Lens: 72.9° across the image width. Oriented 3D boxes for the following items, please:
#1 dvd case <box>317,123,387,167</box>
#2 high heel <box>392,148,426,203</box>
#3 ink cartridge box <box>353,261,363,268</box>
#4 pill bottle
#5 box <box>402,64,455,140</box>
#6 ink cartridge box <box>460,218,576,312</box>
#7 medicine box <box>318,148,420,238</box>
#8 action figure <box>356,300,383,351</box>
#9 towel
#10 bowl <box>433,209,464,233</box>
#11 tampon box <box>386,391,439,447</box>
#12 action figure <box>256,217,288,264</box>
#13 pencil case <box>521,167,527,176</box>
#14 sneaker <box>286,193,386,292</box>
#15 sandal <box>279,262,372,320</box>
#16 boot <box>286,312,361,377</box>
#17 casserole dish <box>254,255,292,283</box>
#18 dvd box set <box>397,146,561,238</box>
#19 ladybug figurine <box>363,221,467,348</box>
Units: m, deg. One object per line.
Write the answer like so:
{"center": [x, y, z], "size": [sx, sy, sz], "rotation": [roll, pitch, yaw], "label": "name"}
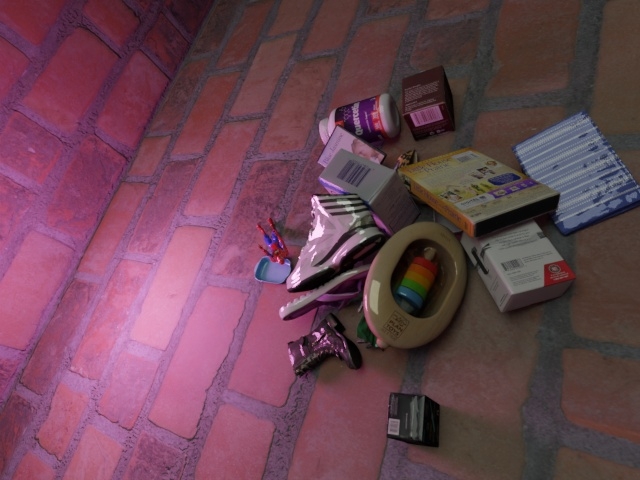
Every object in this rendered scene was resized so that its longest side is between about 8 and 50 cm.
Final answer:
{"center": [0.125, -0.338, 1.777], "size": [0.253, 0.022, 0.180], "rotation": [37, 112, 17], "label": "dvd case"}
{"center": [0.365, -0.246, 1.632], "size": [0.186, 0.093, 0.261], "rotation": [-54, 41, 2], "label": "high heel"}
{"center": [0.098, 0.067, 1.622], "size": [0.090, 0.092, 0.143], "rotation": [-25, 53, 20], "label": "ink cartridge box"}
{"center": [0.164, -0.497, 1.847], "size": [0.322, 0.181, 0.182], "rotation": [-9, 59, 27], "label": "pill bottle"}
{"center": [0.429, -0.541, 1.718], "size": [0.168, 0.167, 0.203], "rotation": [-10, 59, 28], "label": "box"}
{"center": [0.570, 0.050, 1.281], "size": [0.197, 0.114, 0.273], "rotation": [-13, 54, -7], "label": "ink cartridge box"}
{"center": [0.180, -0.162, 1.573], "size": [0.263, 0.289, 0.149], "rotation": [32, 82, 40], "label": "medicine box"}
{"center": [0.170, 0.246, 1.473], "size": [0.063, 0.137, 0.232], "rotation": [-19, 46, 37], "label": "action figure"}
{"center": [0.785, -0.209, 1.337], "size": [0.243, 0.040, 0.336], "rotation": [-27, 70, 18], "label": "towel"}
{"center": [0.470, -0.081, 1.503], "size": [0.142, 0.053, 0.142], "rotation": [-12, 57, 26], "label": "bowl"}
{"center": [0.265, 0.506, 1.220], "size": [0.101, 0.161, 0.120], "rotation": [-6, 60, 29], "label": "tampon box"}
{"center": [-0.213, -0.011, 1.804], "size": [0.091, 0.139, 0.280], "rotation": [-32, 45, 0], "label": "action figure"}
{"center": [0.743, -0.244, 1.421], "size": [0.151, 0.065, 0.070], "rotation": [-10, 21, 28], "label": "pencil case"}
{"center": [0.012, -0.005, 1.490], "size": [0.447, 0.169, 0.258], "rotation": [-38, 64, 37], "label": "sneaker"}
{"center": [0.048, 0.207, 1.538], "size": [0.416, 0.169, 0.102], "rotation": [-29, 70, 19], "label": "sandal"}
{"center": [0.005, 0.398, 1.499], "size": [0.229, 0.091, 0.263], "rotation": [-41, 40, 6], "label": "boot"}
{"center": [-0.193, 0.127, 1.802], "size": [0.188, 0.037, 0.114], "rotation": [6, 67, 33], "label": "casserole dish"}
{"center": [0.486, -0.172, 1.398], "size": [0.307, 0.062, 0.420], "rotation": [-18, 36, -15], "label": "dvd box set"}
{"center": [0.284, 0.144, 1.363], "size": [0.305, 0.162, 0.449], "rotation": [39, 66, -2], "label": "ladybug figurine"}
